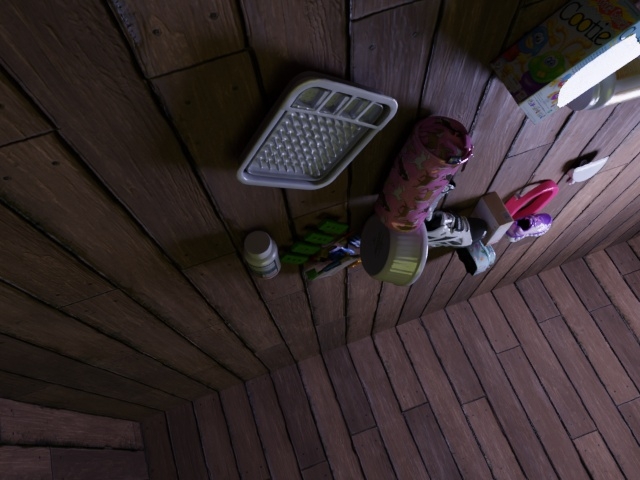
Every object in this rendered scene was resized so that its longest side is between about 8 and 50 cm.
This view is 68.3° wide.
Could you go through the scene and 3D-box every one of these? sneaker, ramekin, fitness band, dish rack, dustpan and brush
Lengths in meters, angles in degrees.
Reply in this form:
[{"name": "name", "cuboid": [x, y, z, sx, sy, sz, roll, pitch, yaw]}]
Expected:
[{"name": "sneaker", "cuboid": [0.916, -0.072, 2.055, 0.237, 0.095, 0.104, -17, 151, -13]}, {"name": "ramekin", "cuboid": [0.236, 0.019, 1.605, 0.127, 0.272, 0.273, 5, 147, -22]}, {"name": "sneaker", "cuboid": [0.490, -0.050, 1.796, 0.331, 0.122, 0.146, -8, 148, -6]}, {"name": "fitness band", "cuboid": [0.882, -0.157, 2.015, 0.209, 0.054, 0.290, -16, 157, -18]}, {"name": "dish rack", "cuboid": [-0.021, -0.243, 1.064, 0.286, 0.072, 0.333, -1, 149, -40]}, {"name": "sneaker", "cuboid": [0.396, -0.148, 1.591, 0.132, 0.086, 0.228, -26, 155, 4]}, {"name": "dustpan and brush", "cuboid": [1.058, -0.273, 1.921, 0.147, 0.060, 0.211, -20, 149, 0]}]

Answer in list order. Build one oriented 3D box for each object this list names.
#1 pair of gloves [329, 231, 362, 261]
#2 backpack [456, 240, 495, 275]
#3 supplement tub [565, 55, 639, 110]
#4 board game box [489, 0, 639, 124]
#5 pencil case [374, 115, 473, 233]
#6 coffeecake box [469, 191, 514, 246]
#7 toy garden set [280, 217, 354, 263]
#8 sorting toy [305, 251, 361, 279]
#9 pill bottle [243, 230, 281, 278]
[{"name": "pair of gloves", "cuboid": [0.118, 0.027, 1.800, 0.198, 0.023, 0.159, -27, 156, 14]}, {"name": "backpack", "cuboid": [0.724, 0.062, 2.195, 0.145, 0.165, 0.188, -26, 159, 7]}, {"name": "supplement tub", "cuboid": [0.750, -0.424, 1.230, 0.200, 0.144, 0.144, -17, 156, -9]}, {"name": "board game box", "cuboid": [0.564, -0.423, 1.080, 0.275, 0.142, 0.144, -35, 152, 29]}, {"name": "pencil case", "cuboid": [0.283, -0.173, 1.351, 0.160, 0.167, 0.386, -30, 162, -26]}, {"name": "coffeecake box", "cuboid": [0.676, -0.082, 1.883, 0.068, 0.142, 0.185, -19, 156, -9]}, {"name": "toy garden set", "cuboid": [0.000, 0.000, 1.621, 0.244, 0.049, 0.204, -38, 149, 31]}, {"name": "sorting toy", "cuboid": [0.061, 0.088, 1.769, 0.196, 0.047, 0.348, -30, 169, 21]}, {"name": "pill bottle", "cuboid": [-0.184, 0.043, 1.480, 0.108, 0.107, 0.180, -18, 155, -7]}]
